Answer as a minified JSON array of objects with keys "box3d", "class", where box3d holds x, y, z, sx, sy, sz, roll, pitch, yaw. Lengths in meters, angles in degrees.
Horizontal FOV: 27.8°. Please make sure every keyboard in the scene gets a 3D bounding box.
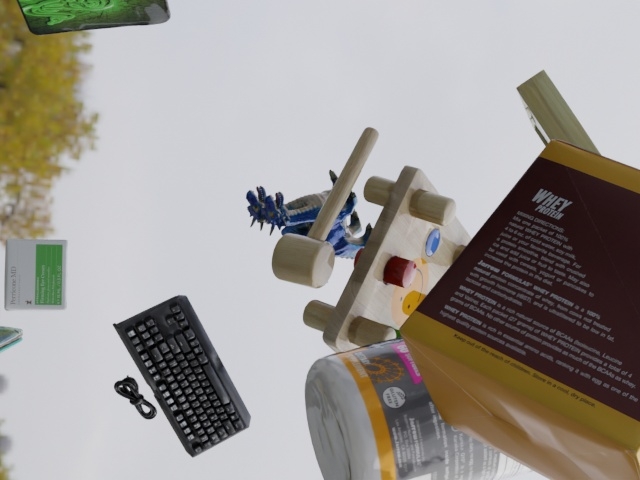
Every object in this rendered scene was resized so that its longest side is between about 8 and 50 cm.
[{"box3d":[-0.150,0.146,1.315,0.023,0.108,0.180,-117,-177,-61],"class":"keyboard"}]

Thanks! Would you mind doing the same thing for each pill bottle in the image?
[{"box3d":[0.137,0.161,1.260,0.162,0.278,0.162,167,-90,-73],"class":"pill bottle"}]

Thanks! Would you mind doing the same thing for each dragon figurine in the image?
[{"box3d":[0.000,0.000,1.842,0.144,0.289,0.085,-36,-136,-5],"class":"dragon figurine"}]

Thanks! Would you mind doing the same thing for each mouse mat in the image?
[{"box3d":[-0.292,-0.312,1.650,0.152,0.190,0.007,85,0,-65],"class":"mouse mat"}]

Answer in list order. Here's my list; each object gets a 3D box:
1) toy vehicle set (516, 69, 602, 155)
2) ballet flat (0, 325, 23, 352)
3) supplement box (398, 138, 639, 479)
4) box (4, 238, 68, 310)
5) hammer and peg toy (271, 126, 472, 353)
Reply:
[{"box3d":[0.301,-0.045,1.377,0.035,0.166,0.267,-33,-105,8],"class":"toy vehicle set"},{"box3d":[-0.417,0.128,1.403,0.070,0.188,0.070,58,-6,10],"class":"ballet flat"},{"box3d":[0.200,0.063,0.911,0.191,0.129,0.194,25,-114,36],"class":"supplement box"},{"box3d":[-0.402,0.049,1.831,0.102,0.087,0.101,161,-70,-77],"class":"box"},{"box3d":[0.093,0.036,1.657,0.127,0.361,0.266,19,-105,31],"class":"hammer and peg toy"}]
